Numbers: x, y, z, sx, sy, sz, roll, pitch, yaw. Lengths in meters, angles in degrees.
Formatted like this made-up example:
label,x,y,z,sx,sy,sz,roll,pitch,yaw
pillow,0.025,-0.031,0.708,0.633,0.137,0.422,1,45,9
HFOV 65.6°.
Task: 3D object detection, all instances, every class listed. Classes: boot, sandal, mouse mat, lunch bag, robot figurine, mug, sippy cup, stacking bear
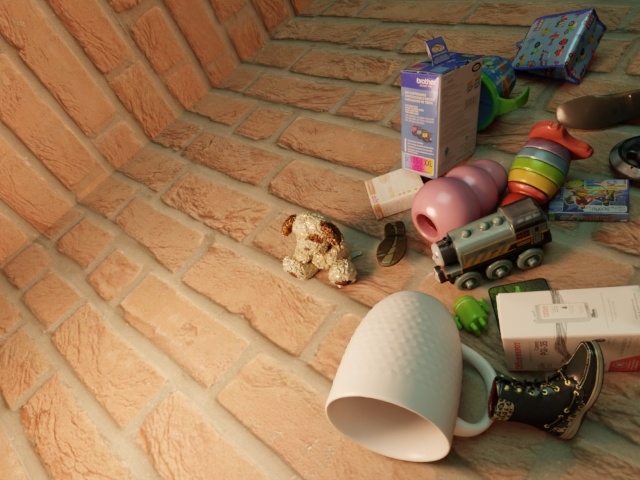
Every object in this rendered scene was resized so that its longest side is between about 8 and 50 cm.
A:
label,x,y,z,sx,sy,sz,roll,pitch,yaw
boot,0.461,0.301,1.028,0.179,0.236,0.085,10,24,4
sandal,0.227,0.017,1.558,0.090,0.060,0.219,-5,34,14
mouse mat,0.531,0.183,1.289,0.153,0.007,0.189,-14,47,14
lunch bag,0.845,-0.718,1.838,0.293,0.138,0.221,31,98,50
robot figurine,0.394,0.192,1.303,0.101,0.067,0.115,-36,43,9
mug,0.237,0.311,1.159,0.374,0.276,0.328,22,50,4
boot,0.932,-0.430,1.615,0.305,0.112,0.115,-4,19,28
sippy cup,0.581,-0.550,1.798,0.305,0.240,0.224,45,61,6
stacking bear,0.618,-0.170,1.439,0.289,0.175,0.164,-61,14,-2

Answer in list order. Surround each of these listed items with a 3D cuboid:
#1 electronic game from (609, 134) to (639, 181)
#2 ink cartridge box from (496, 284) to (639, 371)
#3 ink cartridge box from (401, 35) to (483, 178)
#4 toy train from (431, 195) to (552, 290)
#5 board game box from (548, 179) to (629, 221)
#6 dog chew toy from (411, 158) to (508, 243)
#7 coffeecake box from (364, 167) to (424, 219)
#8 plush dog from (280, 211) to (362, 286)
label,x,y,z,sx,sy,sz,roll,pitch,yaw
electronic game,0.963,-0.237,1.433,0.229,0.048,0.229,-10,41,9
ink cartridge box,0.553,0.205,1.111,0.283,0.207,0.117,-6,53,21
ink cartridge box,0.390,-0.438,1.603,0.151,0.395,0.270,23,41,36
toy train,0.460,0.011,1.349,0.334,0.190,0.142,-21,44,7
board game box,0.768,-0.116,1.427,0.201,0.035,0.136,3,52,29
dog chew toy,0.434,-0.130,1.496,0.332,0.206,0.207,-35,44,-19
coffeecake box,0.258,-0.167,1.697,0.186,0.068,0.142,-19,45,9
plush dog,0.000,0.000,1.555,0.262,0.225,0.210,8,55,32
